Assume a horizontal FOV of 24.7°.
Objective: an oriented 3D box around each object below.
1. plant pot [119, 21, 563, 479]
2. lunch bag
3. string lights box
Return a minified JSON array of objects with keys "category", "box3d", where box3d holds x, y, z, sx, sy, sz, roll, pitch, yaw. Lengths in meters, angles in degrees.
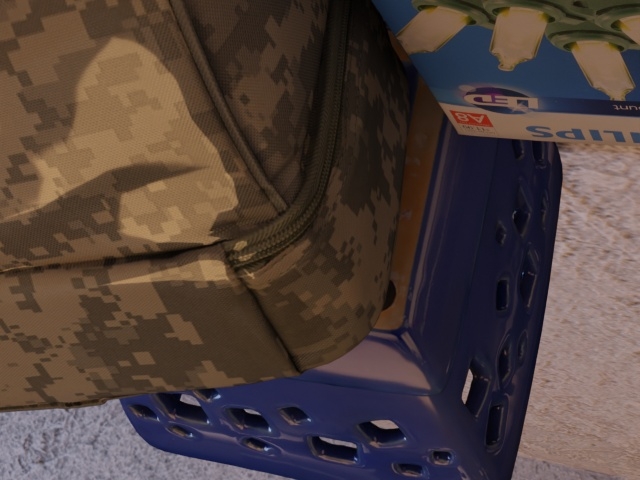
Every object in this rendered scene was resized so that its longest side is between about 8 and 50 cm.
[{"category":"plant pot","box3d":[0.000,0.000,0.821,0.236,0.236,0.212,7,158,17]},{"category":"lunch bag","box3d":[-0.129,-0.078,0.606,0.305,0.213,0.256,-6,143,22]},{"category":"string lights box","box3d":[0.092,-0.118,0.575,0.133,0.077,0.259,5,165,21]}]
